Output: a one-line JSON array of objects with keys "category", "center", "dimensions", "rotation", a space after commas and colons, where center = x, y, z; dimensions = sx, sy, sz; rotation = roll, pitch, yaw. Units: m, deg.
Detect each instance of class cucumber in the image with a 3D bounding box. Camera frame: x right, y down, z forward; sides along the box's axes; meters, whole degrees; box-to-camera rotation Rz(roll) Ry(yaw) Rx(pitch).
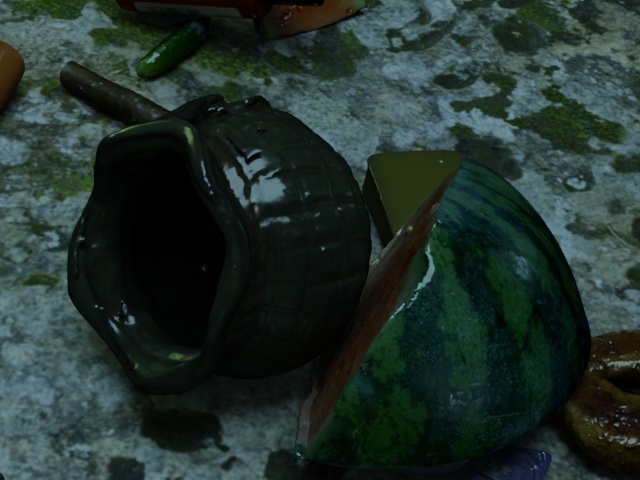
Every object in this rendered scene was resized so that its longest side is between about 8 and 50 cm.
[{"category": "cucumber", "center": [-0.182, -0.253, 1.821], "dimensions": [0.037, 0.037, 0.155], "rotation": [28, 49, 18]}]

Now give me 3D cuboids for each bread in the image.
[{"category": "bread", "center": [0.336, 0.170, 1.470], "dimensions": [0.193, 0.064, 0.193], "rotation": [1, 42, -1]}]

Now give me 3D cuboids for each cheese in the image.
[{"category": "cheese", "center": [0.130, 0.207, 1.411], "dimensions": [0.191, 0.042, 0.105], "rotation": [23, 47, 15]}]

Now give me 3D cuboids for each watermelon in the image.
[{"category": "watermelon", "center": [-0.024, -0.335, 1.902], "dimensions": [0.163, 0.069, 0.087], "rotation": [-22, 52, -25]}, {"category": "watermelon", "center": [0.127, 0.055, 1.398], "dimensions": [0.319, 0.222, 0.292], "rotation": [-2, 23, -1]}]

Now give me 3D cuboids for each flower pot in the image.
[{"category": "flower pot", "center": [-0.107, -0.004, 1.408], "dimensions": [0.213, 0.301, 0.302], "rotation": [-8, 44, -45]}]

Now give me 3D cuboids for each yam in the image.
[{"category": "yam", "center": [-0.178, -0.140, 1.706], "dimensions": [0.327, 0.045, 0.045], "rotation": [27, 25, 17]}]

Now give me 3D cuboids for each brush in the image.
[{"category": "brush", "center": [0.127, -0.020, 1.624], "dimensions": [0.123, 0.059, 0.197], "rotation": [-3, 47, -16]}]

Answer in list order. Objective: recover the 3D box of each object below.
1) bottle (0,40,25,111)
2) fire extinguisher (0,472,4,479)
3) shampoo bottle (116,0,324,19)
[{"category": "bottle", "center": [-0.414, -0.158, 1.669], "dimensions": [0.069, 0.069, 0.187], "rotation": [15, 47, 6]}, {"category": "fire extinguisher", "center": [-0.349, 0.333, 1.169], "dimensions": [0.095, 0.114, 0.311], "rotation": [28, 44, -4]}, {"category": "shampoo bottle", "center": [-0.126, -0.341, 1.828], "dimensions": [0.278, 0.104, 0.104], "rotation": [7, 44, 16]}]
